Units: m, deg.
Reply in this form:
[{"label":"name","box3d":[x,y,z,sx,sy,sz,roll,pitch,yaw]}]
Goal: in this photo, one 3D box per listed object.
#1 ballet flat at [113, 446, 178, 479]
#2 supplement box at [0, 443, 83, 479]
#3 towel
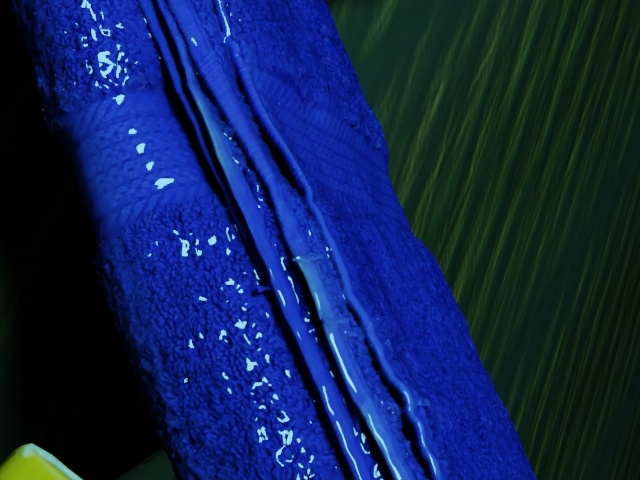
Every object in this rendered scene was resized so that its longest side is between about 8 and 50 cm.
[{"label":"ballet flat","box3d":[-0.063,0.161,0.536,0.316,0.106,0.107,-66,150,-29]},{"label":"supplement box","box3d":[-0.124,0.255,0.258,0.194,0.195,0.356,-46,-176,44]},{"label":"towel","box3d":[0.000,0.000,0.466,0.228,0.076,0.308,12,52,-64]}]
